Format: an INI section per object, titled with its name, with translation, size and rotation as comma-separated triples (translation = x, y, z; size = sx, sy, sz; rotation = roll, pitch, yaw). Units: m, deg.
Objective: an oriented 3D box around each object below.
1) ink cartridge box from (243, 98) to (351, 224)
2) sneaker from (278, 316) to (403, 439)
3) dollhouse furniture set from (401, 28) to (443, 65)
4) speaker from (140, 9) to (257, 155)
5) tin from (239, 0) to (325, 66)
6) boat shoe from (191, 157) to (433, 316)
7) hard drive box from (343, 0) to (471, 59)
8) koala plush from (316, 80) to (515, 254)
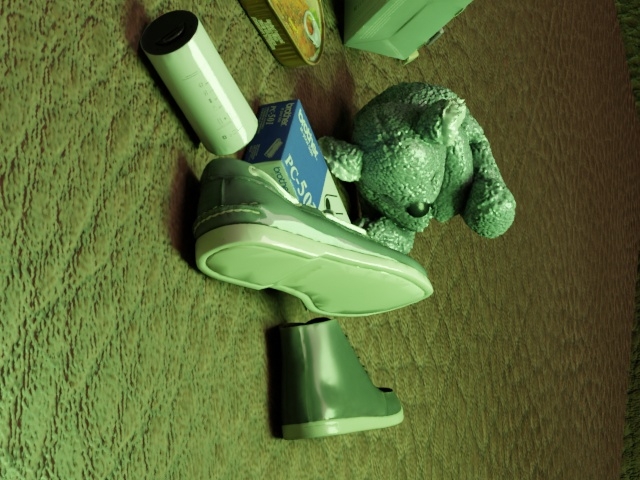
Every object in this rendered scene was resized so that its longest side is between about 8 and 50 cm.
[ink cartridge box]
translation = -0.017, -0.033, 1.478
size = 0.097, 0.046, 0.207
rotation = -76, 152, -44
[sneaker]
translation = 0.025, 0.137, 1.487
size = 0.222, 0.083, 0.118
rotation = 6, 78, -68
[dollhouse furniture set]
translation = 0.085, -0.289, 1.879
size = 0.081, 0.091, 0.114
rotation = -23, 82, -28
[speaker]
translation = -0.105, -0.137, 1.261
size = 0.136, 0.055, 0.055
rotation = 59, 32, -47
[tin]
translation = -0.043, -0.256, 1.490
size = 0.190, 0.040, 0.106
rotation = 55, 39, -53
[boat shoe]
translation = 0.000, 0.000, 1.367
size = 0.319, 0.116, 0.099
rotation = 18, 54, -49
[hard drive box]
translation = 0.104, -0.359, 1.697
size = 0.089, 0.181, 0.232
rotation = 10, 69, -23
[koala plush]
translation = 0.091, -0.094, 1.589
size = 0.221, 0.196, 0.203
rotation = 19, 56, -72
